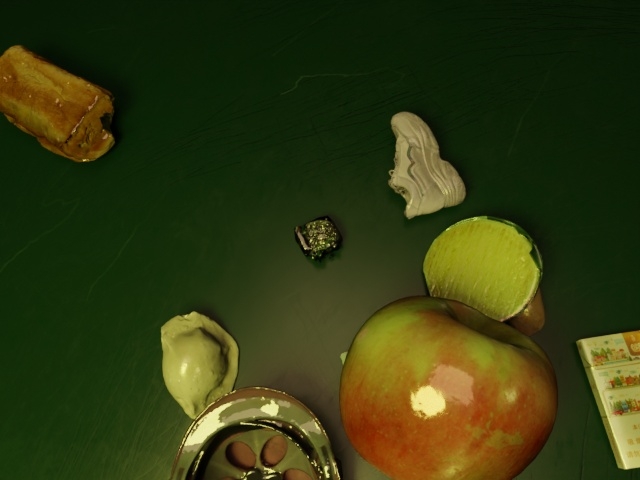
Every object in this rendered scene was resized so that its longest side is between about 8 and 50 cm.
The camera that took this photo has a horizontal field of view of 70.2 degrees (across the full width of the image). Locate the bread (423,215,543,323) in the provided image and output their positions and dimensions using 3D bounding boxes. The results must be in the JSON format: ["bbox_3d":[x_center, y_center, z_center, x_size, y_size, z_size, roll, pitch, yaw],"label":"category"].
[{"bbox_3d":[0.310,0.060,0.888,0.228,0.033,0.229,-13,65,29],"label":"bread"}]

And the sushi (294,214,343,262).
[{"bbox_3d":[0.000,0.000,0.972,0.083,0.056,0.085,-28,68,-14],"label":"sushi"}]

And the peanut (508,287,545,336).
[{"bbox_3d":[0.387,0.109,0.881,0.076,0.076,0.152,-7,71,2],"label":"peanut"}]

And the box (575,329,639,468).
[{"bbox_3d":[0.560,0.281,0.820,0.122,0.032,0.220,-9,68,2],"label":"box"}]

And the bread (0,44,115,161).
[{"bbox_3d":[-0.642,-0.325,1.107,0.344,0.149,0.195,31,86,15],"label":"bread"}]

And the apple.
[{"bbox_3d":[0.187,0.245,0.726,0.319,0.319,0.277,23,100,13],"label":"apple"}]

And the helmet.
[{"bbox_3d":[-0.097,0.423,0.737,0.270,0.197,0.338,-8,66,-5],"label":"helmet"}]

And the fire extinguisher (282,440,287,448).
[{"bbox_3d":[-0.038,0.393,0.838,0.083,0.022,0.028,37,114,16],"label":"fire extinguisher"}]

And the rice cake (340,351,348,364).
[{"bbox_3d":[0.128,0.211,0.887,0.180,0.030,0.042,-20,63,-3],"label":"rice cake"}]

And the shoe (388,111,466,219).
[{"bbox_3d":[0.198,-0.162,0.994,0.137,0.095,0.245,-26,75,-8],"label":"shoe"}]

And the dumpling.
[{"bbox_3d":[-0.227,0.236,0.880,0.155,0.181,0.111,-23,26,-35],"label":"dumpling"}]
